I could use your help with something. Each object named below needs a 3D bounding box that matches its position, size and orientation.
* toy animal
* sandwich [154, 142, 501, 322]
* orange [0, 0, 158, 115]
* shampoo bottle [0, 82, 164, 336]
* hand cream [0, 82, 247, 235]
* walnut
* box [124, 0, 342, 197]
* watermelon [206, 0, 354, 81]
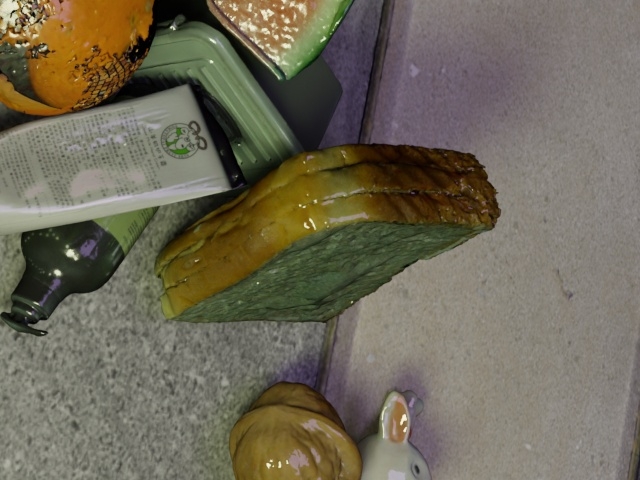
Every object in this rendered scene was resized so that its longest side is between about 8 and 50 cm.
[{"bbox_3d":[0.077,0.297,2.007,0.282,0.138,0.140,-53,170,-23],"label":"toy animal"},{"bbox_3d":[0.000,0.000,1.800,0.271,0.301,0.099,-4,70,-44],"label":"sandwich"},{"bbox_3d":[-0.258,-0.234,1.617,0.234,0.182,0.234,12,72,-41],"label":"orange"},{"bbox_3d":[-0.226,-0.024,1.710,0.101,0.101,0.284,50,60,-35],"label":"shampoo bottle"},{"bbox_3d":[-0.243,-0.066,1.642,0.336,0.076,0.121,-15,75,-22],"label":"hand cream"},{"bbox_3d":[-0.027,0.241,1.901,0.166,0.149,0.167,-5,90,-71],"label":"walnut"},{"bbox_3d":[-0.089,-0.170,1.805,0.243,0.163,0.135,54,49,-31],"label":"box"},{"bbox_3d":[-0.026,-0.379,1.696,0.292,0.222,0.319,41,41,-11],"label":"watermelon"}]
